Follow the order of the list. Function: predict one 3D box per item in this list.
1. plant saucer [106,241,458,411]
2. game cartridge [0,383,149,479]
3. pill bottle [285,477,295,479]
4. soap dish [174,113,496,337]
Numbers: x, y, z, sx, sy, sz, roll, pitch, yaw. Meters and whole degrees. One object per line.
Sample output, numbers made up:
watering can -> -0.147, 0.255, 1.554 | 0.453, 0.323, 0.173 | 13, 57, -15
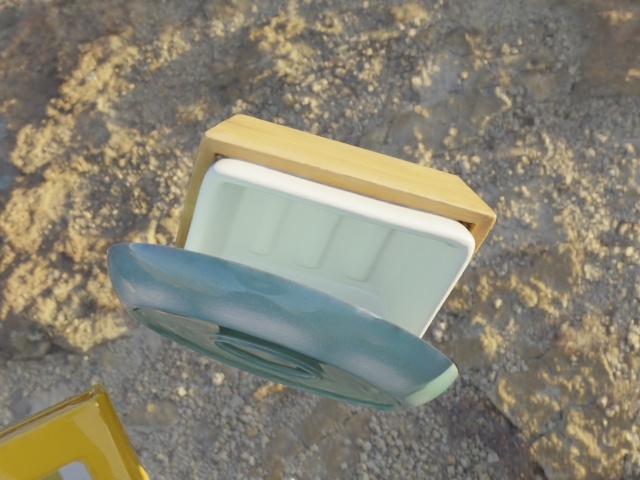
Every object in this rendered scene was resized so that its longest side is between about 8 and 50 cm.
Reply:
plant saucer -> -0.041, 0.087, 0.678 | 0.318, 0.317, 0.043 | 10, 70, 28
game cartridge -> -0.246, 0.323, 0.644 | 0.285, 0.323, 0.053 | -25, 10, -15
pill bottle -> -0.142, 0.444, 0.896 | 0.361, 0.204, 0.204 | -29, 45, -14
soap dish -> 0.000, 0.000, 0.821 | 0.291, 0.229, 0.118 | 15, 43, -9
